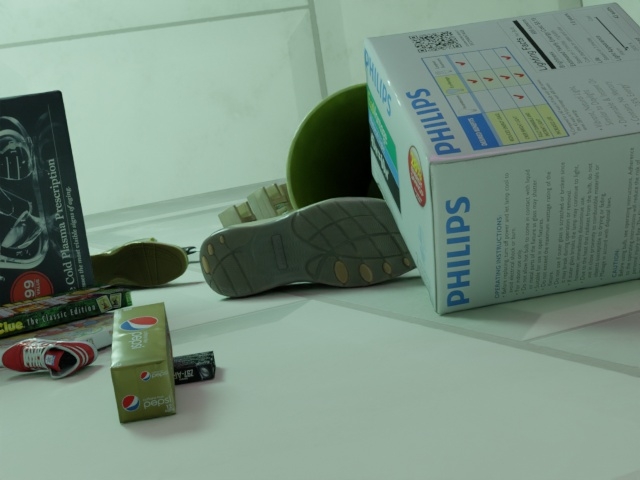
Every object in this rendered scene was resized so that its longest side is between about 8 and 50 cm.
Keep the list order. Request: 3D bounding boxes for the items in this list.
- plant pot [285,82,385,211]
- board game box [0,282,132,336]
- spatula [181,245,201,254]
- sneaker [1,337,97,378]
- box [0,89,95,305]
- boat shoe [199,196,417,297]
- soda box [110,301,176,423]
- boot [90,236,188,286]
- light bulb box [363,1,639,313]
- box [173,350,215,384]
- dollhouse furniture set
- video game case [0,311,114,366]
[{"bbox_3d":[0.111,-0.093,2.123,0.275,0.274,0.293,-7,-8,12],"label":"plant pot"},{"bbox_3d":[-0.405,0.102,1.800,0.260,0.030,0.136,-13,6,-28],"label":"board game box"},{"bbox_3d":[-0.212,0.024,2.340,0.296,0.030,0.084,-3,8,40],"label":"spatula"},{"bbox_3d":[-0.333,0.142,1.556,0.118,0.042,0.067,-5,5,7],"label":"sneaker"},{"bbox_3d":[-0.528,-0.029,1.917,0.313,0.343,0.179,-14,10,-34],"label":"box"},{"bbox_3d":[0.000,0.000,1.906,0.355,0.132,0.130,-5,9,18],"label":"boat shoe"},{"bbox_3d":[-0.184,0.124,1.350,0.058,0.061,0.181,-9,16,-6],"label":"soda box"},{"bbox_3d":[-0.295,0.033,2.205,0.213,0.077,0.165,-9,5,21],"label":"boot"},{"bbox_3d":[0.270,-0.118,1.664,0.361,0.225,0.358,-9,34,-7],"label":"light bulb box"},{"bbox_3d":[-0.159,0.143,1.435,0.083,0.018,0.067,-9,7,-3],"label":"box"},{"bbox_3d":[-0.017,-0.041,2.381,0.242,0.161,0.212,-30,-6,33],"label":"dollhouse furniture set"},{"bbox_3d":[-0.367,0.131,1.738,0.227,0.026,0.206,-4,9,32],"label":"video game case"}]
